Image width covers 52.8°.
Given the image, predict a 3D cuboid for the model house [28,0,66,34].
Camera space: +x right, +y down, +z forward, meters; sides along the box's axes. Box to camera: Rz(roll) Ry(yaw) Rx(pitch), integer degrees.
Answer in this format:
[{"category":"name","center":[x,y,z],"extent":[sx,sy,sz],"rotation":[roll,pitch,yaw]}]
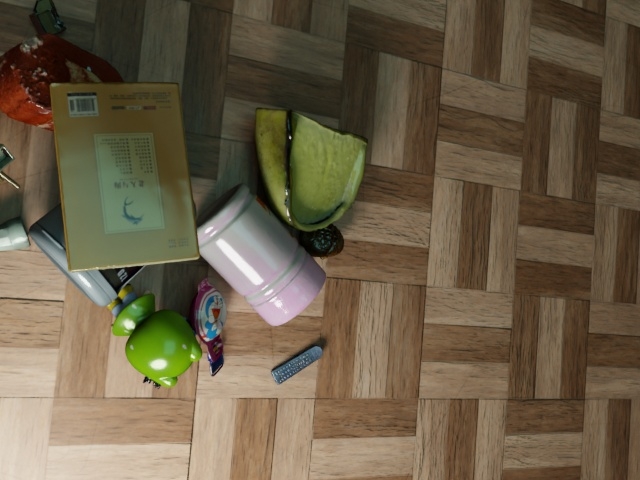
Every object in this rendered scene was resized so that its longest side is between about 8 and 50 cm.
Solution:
[{"category":"model house","center":[-0.634,-0.513,1.482],"extent":[0.058,0.057,0.083],"rotation":[-21,119,2]}]

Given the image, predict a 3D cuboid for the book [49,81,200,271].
[{"category":"book","center":[-0.402,-0.138,1.337],"extent":[0.269,0.032,0.388],"rotation":[-5,86,-23]}]

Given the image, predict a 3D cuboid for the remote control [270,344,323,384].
[{"category":"remote control","center":[-0.061,0.331,1.731],"extent":[0.152,0.027,0.043],"rotation":[-29,106,-21]}]

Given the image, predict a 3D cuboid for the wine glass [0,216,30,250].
[{"category":"wine glass","center":[-0.725,-0.002,1.412],"extent":[0.155,0.073,0.073],"rotation":[-14,94,-22]}]

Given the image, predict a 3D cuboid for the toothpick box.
[{"category":"toothpick box","center":[-0.448,-0.057,1.459],"extent":[0.355,0.263,0.263],"rotation":[-45,106,-20]}]

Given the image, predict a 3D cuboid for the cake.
[{"category":"cake","center":[-0.560,-0.333,1.408],"extent":[0.283,0.151,0.177],"rotation":[12,76,-48]}]

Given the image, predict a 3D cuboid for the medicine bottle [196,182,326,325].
[{"category":"medicine bottle","center":[-0.158,0.036,1.597],"extent":[0.202,0.202,0.316],"rotation":[-46,106,-19]}]

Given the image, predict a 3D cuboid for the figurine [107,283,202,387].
[{"category":"figurine","center":[-0.393,0.214,1.491],"extent":[0.263,0.143,0.162],"rotation":[42,79,17]}]

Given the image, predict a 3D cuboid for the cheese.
[{"category":"cheese","center":[-0.270,0.214,1.592],"extent":[0.062,0.155,0.244],"rotation":[-2,105,17]}]

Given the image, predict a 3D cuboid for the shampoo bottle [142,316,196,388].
[{"category":"shampoo bottle","center":[-0.372,0.273,1.575],"extent":[0.087,0.050,0.183],"rotation":[31,76,-23]}]

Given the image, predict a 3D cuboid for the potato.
[{"category":"potato","center":[-0.065,-0.175,1.664],"extent":[0.330,0.213,0.280],"rotation":[7,96,-48]}]

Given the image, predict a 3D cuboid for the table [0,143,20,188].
[{"category":"table","center":[-0.755,-0.096,1.354],"extent":[0.240,0.122,0.111],"rotation":[-52,142,-27]}]

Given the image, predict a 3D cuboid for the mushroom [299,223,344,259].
[{"category":"mushroom","center":[0.004,-0.002,1.737],"extent":[0.126,0.085,0.109],"rotation":[-13,93,-30]}]
